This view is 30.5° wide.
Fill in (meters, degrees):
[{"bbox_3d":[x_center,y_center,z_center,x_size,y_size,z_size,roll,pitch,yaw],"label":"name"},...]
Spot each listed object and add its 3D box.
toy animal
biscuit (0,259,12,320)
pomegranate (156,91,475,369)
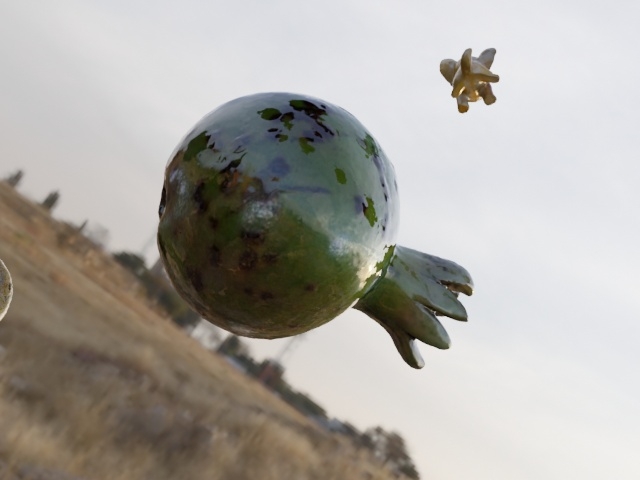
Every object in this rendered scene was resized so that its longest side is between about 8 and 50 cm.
[{"bbox_3d":[0.144,-0.166,1.143,0.083,0.060,0.081,-91,157,-50],"label":"toy animal"},{"bbox_3d":[-0.472,0.053,1.313,0.247,0.118,0.029,3,-39,-11],"label":"biscuit"},{"bbox_3d":[0.000,-0.004,1.064,0.305,0.242,0.242,23,-11,8],"label":"pomegranate"}]
